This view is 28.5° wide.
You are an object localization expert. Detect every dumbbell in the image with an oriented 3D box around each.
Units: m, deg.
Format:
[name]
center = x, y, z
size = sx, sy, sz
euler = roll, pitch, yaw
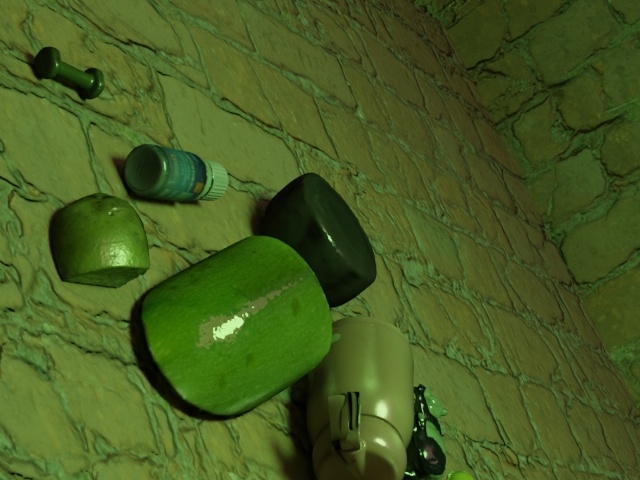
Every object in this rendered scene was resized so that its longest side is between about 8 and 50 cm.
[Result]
[dumbbell]
center = -0.383, -0.256, 1.929
size = 0.118, 0.046, 0.052
euler = 22, 45, -54

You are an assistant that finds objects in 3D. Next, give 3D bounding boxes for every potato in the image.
[potato]
center = -0.307, -0.016, 1.709
size = 0.120, 0.081, 0.149
euler = 12, 49, -63

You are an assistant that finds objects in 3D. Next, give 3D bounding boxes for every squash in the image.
[squash]
center = -0.151, 0.146, 1.837
size = 0.309, 0.210, 0.233
euler = -31, 89, -40

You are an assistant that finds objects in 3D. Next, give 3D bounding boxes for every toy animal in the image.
[toy animal]
center = 0.172, 0.338, 2.197
size = 0.121, 0.094, 0.225
euler = 49, 22, -22

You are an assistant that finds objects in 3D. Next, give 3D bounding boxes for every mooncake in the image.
[mooncake]
center = 0.000, 0.000, 2.253
size = 0.245, 0.133, 0.245
euler = 44, 24, -26

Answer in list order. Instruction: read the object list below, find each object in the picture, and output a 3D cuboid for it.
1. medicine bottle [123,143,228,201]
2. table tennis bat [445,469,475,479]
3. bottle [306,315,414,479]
[medicine bottle]
center = -0.225, -0.102, 1.999
size = 0.083, 0.083, 0.203
euler = 62, 21, 15
[table tennis bat]
center = 0.207, 0.500, 2.020
size = 0.224, 0.054, 0.368
euler = 28, 32, -5
[bottle]
center = 0.056, 0.255, 1.951
size = 0.297, 0.173, 0.206
euler = -84, 164, -55
